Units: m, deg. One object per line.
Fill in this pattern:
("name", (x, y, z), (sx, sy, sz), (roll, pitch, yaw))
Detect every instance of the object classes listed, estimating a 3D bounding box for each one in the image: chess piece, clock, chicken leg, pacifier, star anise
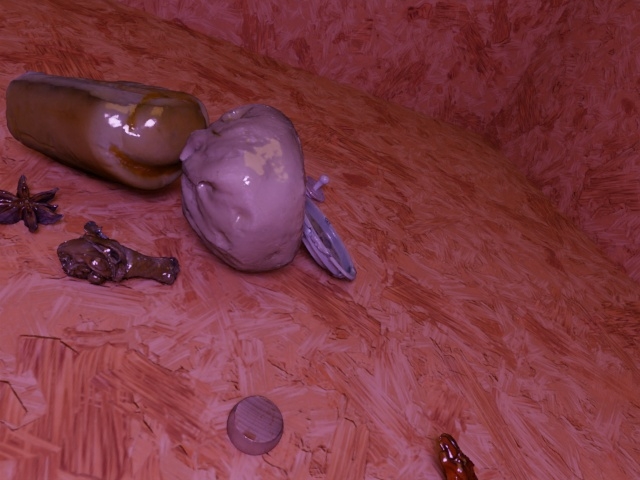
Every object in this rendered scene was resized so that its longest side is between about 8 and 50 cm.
("chess piece", (-0.095, 0.269, 0.682), (0.084, 0.038, 0.083), (20, 33, -14))
("clock", (0.000, 0.000, 1.065), (0.236, 0.053, 0.236), (52, 13, -17))
("chicken leg", (-0.346, 0.034, 0.811), (0.196, 0.080, 0.125), (19, 19, -13))
("pacifier", (-0.003, -0.157, 1.343), (0.081, 0.078, 0.099), (39, 26, -22))
("star anise", (-0.537, -0.061, 0.839), (0.141, 0.042, 0.141), (21, 34, -15))

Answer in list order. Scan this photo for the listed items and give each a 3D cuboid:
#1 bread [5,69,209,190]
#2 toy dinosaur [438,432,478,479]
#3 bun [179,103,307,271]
("bread", (-0.398, -0.218, 0.967), (0.342, 0.210, 0.300), (14, 22, 14))
("toy dinosaur", (0.274, 0.467, 0.613), (0.208, 0.097, 0.432), (2, 42, -50))
("bun", (-0.151, -0.096, 0.925), (0.235, 0.325, 0.362), (-7, 25, -11))
